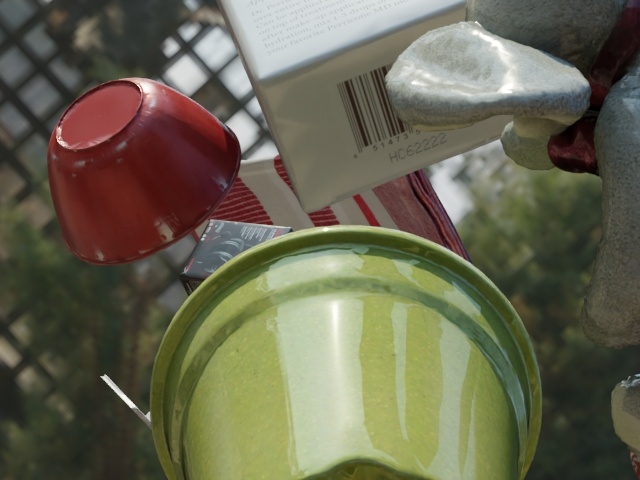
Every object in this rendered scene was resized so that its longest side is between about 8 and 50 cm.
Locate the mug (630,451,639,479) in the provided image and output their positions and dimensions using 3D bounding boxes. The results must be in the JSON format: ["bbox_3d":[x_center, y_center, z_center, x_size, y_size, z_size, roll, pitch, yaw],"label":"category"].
[{"bbox_3d":[0.343,0.197,1.765,0.169,0.113,0.150,92,-14,-73],"label":"mug"}]

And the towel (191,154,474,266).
[{"bbox_3d":[0.000,0.000,2.134,0.329,0.037,0.237,-5,-51,35],"label":"towel"}]

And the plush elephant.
[{"bbox_3d":[0.183,-0.082,1.115,0.255,0.272,0.330,29,-34,31],"label":"plush elephant"}]

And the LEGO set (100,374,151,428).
[{"bbox_3d":[-0.082,0.205,1.703,0.182,0.060,0.244,51,-8,-34],"label":"LEGO set"}]

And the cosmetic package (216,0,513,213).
[{"bbox_3d":[0.015,-0.244,1.861,0.453,0.230,0.161,-111,-179,-51],"label":"cosmetic package"}]

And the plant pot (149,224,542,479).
[{"bbox_3d":[0.020,0.165,1.241,0.276,0.276,0.254,49,14,-18],"label":"plant pot"}]

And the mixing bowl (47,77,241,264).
[{"bbox_3d":[-0.172,-0.077,1.707,0.181,0.181,0.098,42,-13,52],"label":"mixing bowl"}]

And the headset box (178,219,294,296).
[{"bbox_3d":[-0.058,0.019,1.498,0.083,0.062,0.032,6,-39,29],"label":"headset box"}]
